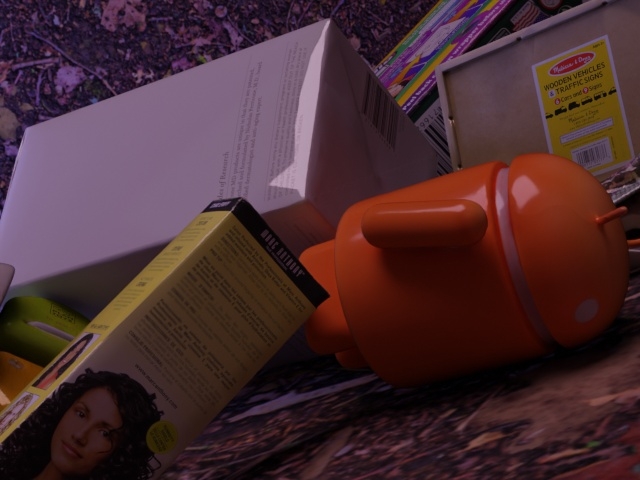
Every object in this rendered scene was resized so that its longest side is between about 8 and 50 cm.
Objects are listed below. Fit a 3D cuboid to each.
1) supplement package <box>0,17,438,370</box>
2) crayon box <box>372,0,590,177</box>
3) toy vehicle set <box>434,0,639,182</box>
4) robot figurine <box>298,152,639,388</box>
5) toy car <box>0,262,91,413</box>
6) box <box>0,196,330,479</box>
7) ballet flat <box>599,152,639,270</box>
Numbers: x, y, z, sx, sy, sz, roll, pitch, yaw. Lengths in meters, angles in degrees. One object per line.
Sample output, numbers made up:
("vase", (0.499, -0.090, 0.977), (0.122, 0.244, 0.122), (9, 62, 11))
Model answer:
("supplement package", (-0.081, -0.013, 1.102), (0.293, 0.177, 0.175), (-16, 49, 27))
("crayon box", (0.143, -0.166, 1.504), (0.363, 0.106, 0.313), (-47, 12, -11))
("toy vehicle set", (0.225, -0.112, 1.215), (0.267, 0.166, 0.035), (-19, -18, 36))
("robot figurine", (0.095, 0.019, 0.898), (0.219, 0.158, 0.128), (-16, 27, 22))
("toy car", (-0.201, 0.113, 0.984), (0.136, 0.159, 0.182), (-59, 16, 21))
("box", (-0.105, 0.082, 0.850), (0.232, 0.087, 0.058), (-48, 17, -19))
("ballet flat", (0.233, -0.022, 1.030), (0.221, 0.077, 0.079), (-30, 47, 1))
